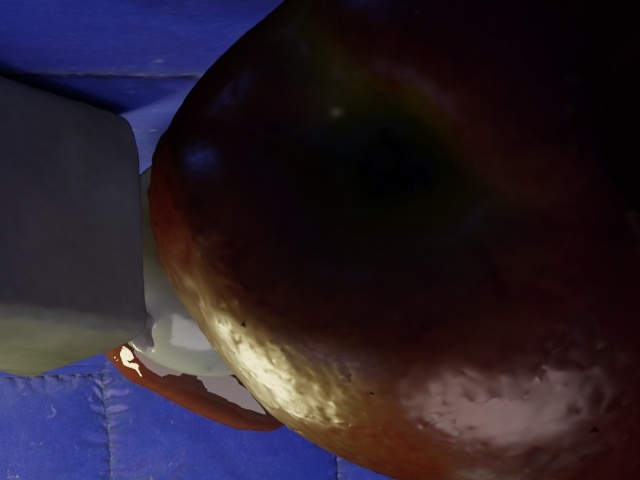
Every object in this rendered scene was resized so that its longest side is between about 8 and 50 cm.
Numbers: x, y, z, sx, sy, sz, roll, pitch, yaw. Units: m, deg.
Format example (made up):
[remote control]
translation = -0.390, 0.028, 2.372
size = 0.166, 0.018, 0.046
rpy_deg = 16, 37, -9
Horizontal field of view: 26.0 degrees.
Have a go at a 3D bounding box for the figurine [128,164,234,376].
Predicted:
[figurine]
translation = 0.000, 0.000, 1.195
size = 0.394, 0.274, 0.226
rpy_deg = -30, -160, 31

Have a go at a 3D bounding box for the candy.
[candy]
translation = -0.276, -0.023, 0.992
size = 0.145, 0.208, 0.359
rpy_deg = -17, 163, 27

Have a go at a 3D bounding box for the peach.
[peach]
translation = 0.122, -0.022, 0.794
size = 0.406, 0.335, 0.310
rpy_deg = 11, 163, -33

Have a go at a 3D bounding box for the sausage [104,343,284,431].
[sausage]
translation = -0.110, 0.106, 1.433
size = 0.152, 0.152, 0.280
rpy_deg = -15, 142, 44
